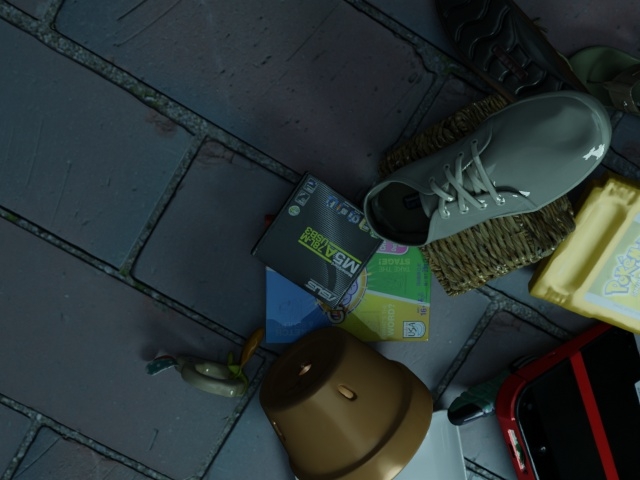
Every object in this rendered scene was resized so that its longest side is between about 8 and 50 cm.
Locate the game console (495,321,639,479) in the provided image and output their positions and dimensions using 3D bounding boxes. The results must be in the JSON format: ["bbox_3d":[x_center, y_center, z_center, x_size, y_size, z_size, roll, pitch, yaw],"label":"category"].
[{"bbox_3d":[0.531,0.387,1.571,0.342,0.060,0.387,-26,105,-22],"label":"game console"}]

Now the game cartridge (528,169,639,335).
[{"bbox_3d":[0.596,0.043,1.464,0.323,0.053,0.285,19,122,-4],"label":"game cartridge"}]

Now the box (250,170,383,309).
[{"bbox_3d":[0.000,0.000,1.432,0.190,0.045,0.184,34,95,-9],"label":"box"}]

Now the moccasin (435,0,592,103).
[{"bbox_3d":[0.354,-0.336,1.409,0.380,0.147,0.139,43,112,7],"label":"moccasin"}]

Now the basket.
[{"bbox_3d":[0.288,-0.088,1.438,0.223,0.213,0.299,-31,90,44],"label":"basket"}]

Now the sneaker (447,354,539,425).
[{"bbox_3d":[0.360,0.324,1.561,0.223,0.083,0.098,-29,111,-11],"label":"sneaker"}]

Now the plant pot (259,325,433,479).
[{"bbox_3d":[0.028,0.293,1.422,0.291,0.291,0.203,-37,111,4],"label":"plant pot"}]

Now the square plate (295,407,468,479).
[{"bbox_3d":[0.137,0.531,1.616,0.343,0.049,0.347,-13,102,-1],"label":"square plate"}]

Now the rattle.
[{"bbox_3d":[-0.225,0.211,1.496,0.199,0.130,0.143,21,114,18],"label":"rattle"}]

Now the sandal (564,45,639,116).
[{"bbox_3d":[0.591,-0.283,1.459,0.302,0.086,0.120,15,100,-4],"label":"sandal"}]

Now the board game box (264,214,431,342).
[{"bbox_3d":[0.051,0.073,1.507,0.316,0.064,0.242,-1,102,-4],"label":"board game box"}]

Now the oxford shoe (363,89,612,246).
[{"bbox_3d":[0.242,-0.094,1.240,0.449,0.130,0.169,-23,95,41],"label":"oxford shoe"}]
